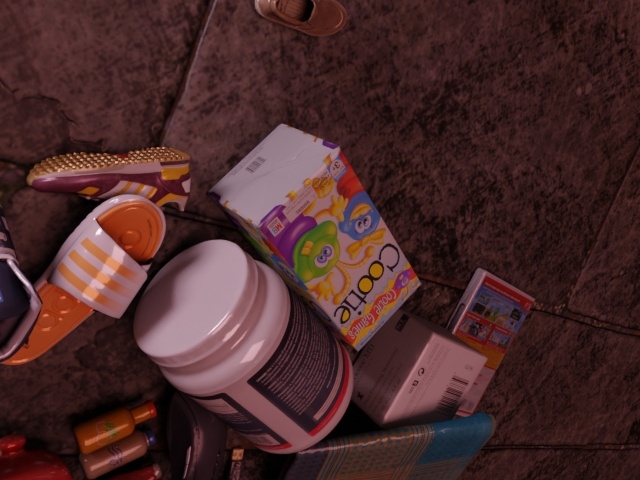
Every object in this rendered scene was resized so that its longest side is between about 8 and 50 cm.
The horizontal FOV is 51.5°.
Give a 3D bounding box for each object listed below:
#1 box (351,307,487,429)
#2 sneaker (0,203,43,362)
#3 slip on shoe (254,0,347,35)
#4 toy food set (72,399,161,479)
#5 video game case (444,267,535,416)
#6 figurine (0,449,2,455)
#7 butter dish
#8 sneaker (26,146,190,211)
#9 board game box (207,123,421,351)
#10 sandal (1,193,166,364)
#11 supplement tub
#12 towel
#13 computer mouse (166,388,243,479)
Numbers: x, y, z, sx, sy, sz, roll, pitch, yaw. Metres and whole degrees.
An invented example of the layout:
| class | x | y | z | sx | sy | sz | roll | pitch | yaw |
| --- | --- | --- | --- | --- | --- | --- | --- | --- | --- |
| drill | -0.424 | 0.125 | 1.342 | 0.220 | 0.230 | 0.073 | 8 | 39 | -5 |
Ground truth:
| class | x | y | z | sx | sy | sz | roll | pitch | yaw |
| --- | --- | --- | --- | --- | --- | --- | --- | --- | --- |
| box | 0.165 | 0.233 | 1.161 | 0.182 | 0.119 | 0.181 | 27 | 93 | -41 |
| sneaker | -0.344 | -0.014 | 0.637 | 0.099 | 0.153 | 0.282 | -18 | 120 | -31 |
| slip on shoe | -0.016 | -0.289 | 0.838 | 0.135 | 0.041 | 0.051 | 4 | 108 | -38 |
| toy food set | -0.243 | 0.338 | 0.885 | 0.104 | 0.111 | 0.232 | -20 | 82 | -30 |
| video game case | 0.306 | 0.211 | 1.323 | 0.204 | 0.025 | 0.285 | 26 | 94 | -41 |
| figurine | -0.453 | 0.183 | 0.655 | 0.209 | 0.092 | 0.215 | -20 | 123 | -13 |
| butter dish | -0.363 | 0.290 | 0.786 | 0.160 | 0.160 | 0.118 | -4 | 89 | -36 |
| sneaker | -0.234 | -0.056 | 0.760 | 0.185 | 0.069 | 0.084 | -10 | 115 | -32 |
| board game box | 0.000 | 0.000 | 0.914 | 0.144 | 0.142 | 0.275 | -46 | 130 | -12 |
| sandal | -0.266 | 0.066 | 0.752 | 0.265 | 0.076 | 0.102 | -46 | 138 | 7 |
| supplement tub | -0.093 | 0.145 | 0.876 | 0.191 | 0.191 | 0.272 | -47 | 131 | -11 |
| towel | 0.095 | 0.393 | 1.132 | 0.370 | 0.040 | 0.271 | 0 | 133 | -23 |
| computer mouse | -0.151 | 0.321 | 0.972 | 0.184 | 0.060 | 0.262 | -4 | 96 | -66 |
